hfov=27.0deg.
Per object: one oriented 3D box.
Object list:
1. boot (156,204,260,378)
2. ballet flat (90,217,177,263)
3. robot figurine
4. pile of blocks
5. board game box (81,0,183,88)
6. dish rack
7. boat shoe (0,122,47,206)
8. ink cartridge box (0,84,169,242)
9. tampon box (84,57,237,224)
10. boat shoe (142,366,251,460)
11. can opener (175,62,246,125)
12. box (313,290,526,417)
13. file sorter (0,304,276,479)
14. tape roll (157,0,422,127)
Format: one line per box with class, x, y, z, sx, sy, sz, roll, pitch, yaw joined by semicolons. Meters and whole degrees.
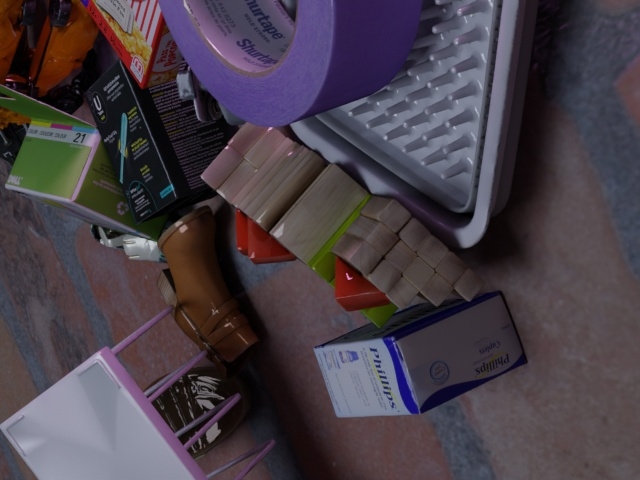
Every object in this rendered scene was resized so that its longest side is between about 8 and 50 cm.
boot;-0.121;0.060;1.534;0.152;0.073;0.197;53;154;21
ballet flat;-0.228;-0.002;1.659;0.188;0.070;0.070;14;120;53
robot figurine;-0.353;-0.238;1.589;0.291;0.211;0.085;-53;46;49
pile of blocks;0.000;0.000;1.207;0.149;0.113;0.362;43;176;-36
board game box;-0.172;-0.266;1.283;0.147;0.045;0.193;54;145;22
dish rack;0.072;-0.187;1.074;0.285;0.072;0.333;38;138;39
boat shoe;-0.439;-0.170;1.768;0.121;0.119;0.335;34;151;49
ink cartridge box;-0.317;-0.095;1.552;0.188;0.255;0.097;12;81;54
tampon box;-0.167;-0.119;1.454;0.120;0.101;0.161;-25;87;58
boat shoe;-0.177;0.234;1.701;0.302;0.098;0.109;-35;72;40
can opener;-0.112;-0.254;1.339;0.095;0.076;0.283;1;113;22
box;0.086;0.102;1.182;0.137;0.126;0.072;-14;96;58
file sorter;-0.179;0.245;1.519;0.193;0.173;0.278;-35;92;34
tape roll;-0.039;-0.233;1.065;0.275;0.090;0.275;37;139;41
